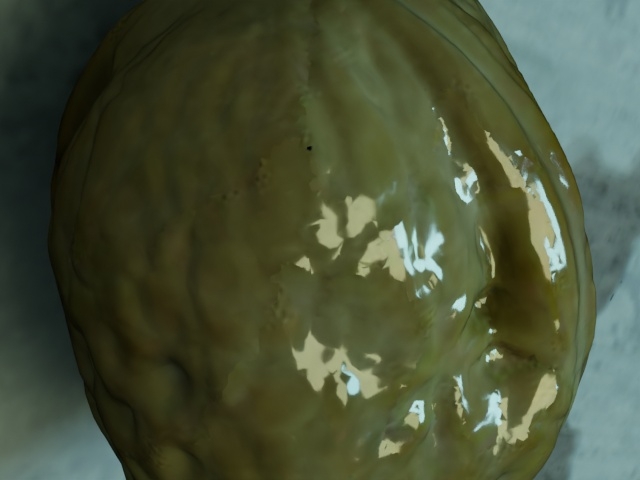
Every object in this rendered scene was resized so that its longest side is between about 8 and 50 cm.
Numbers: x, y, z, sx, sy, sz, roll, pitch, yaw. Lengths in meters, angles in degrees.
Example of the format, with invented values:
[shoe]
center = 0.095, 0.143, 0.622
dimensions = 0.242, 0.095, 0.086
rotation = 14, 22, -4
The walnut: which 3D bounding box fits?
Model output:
[walnut]
center = 0.000, 0.000, 0.438
dimensions = 0.155, 0.155, 0.184
rotation = -31, 127, -28
